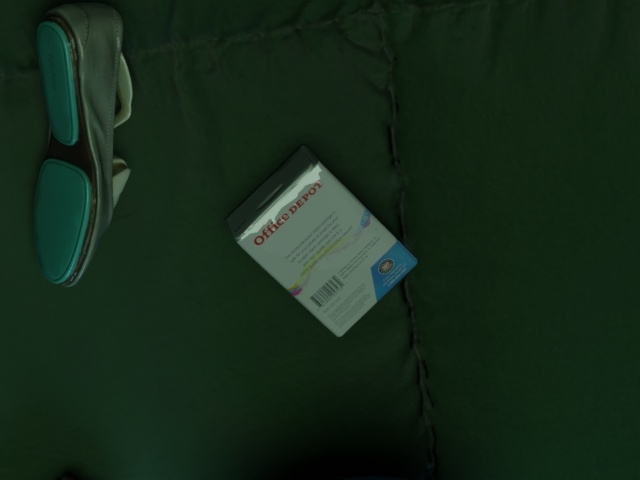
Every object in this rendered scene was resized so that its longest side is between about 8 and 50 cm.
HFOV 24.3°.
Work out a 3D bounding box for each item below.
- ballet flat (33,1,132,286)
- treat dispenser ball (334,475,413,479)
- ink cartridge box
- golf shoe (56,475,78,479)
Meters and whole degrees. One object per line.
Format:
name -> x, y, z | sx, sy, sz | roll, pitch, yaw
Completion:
ballet flat -> -0.166, -0.068, 1.080 | 0.068, 0.072, 0.213 | -17, 121, -41
treat dispenser ball -> 0.042, 0.329, 1.163 | 0.288, 0.288, 0.288 | -5, 112, -12
ink cartridge box -> 0.000, 0.000, 1.154 | 0.088, 0.052, 0.122 | -44, 116, 4
golf shoe -> -0.223, 0.283, 1.199 | 0.086, 0.067, 0.186 | 35, 99, -25
